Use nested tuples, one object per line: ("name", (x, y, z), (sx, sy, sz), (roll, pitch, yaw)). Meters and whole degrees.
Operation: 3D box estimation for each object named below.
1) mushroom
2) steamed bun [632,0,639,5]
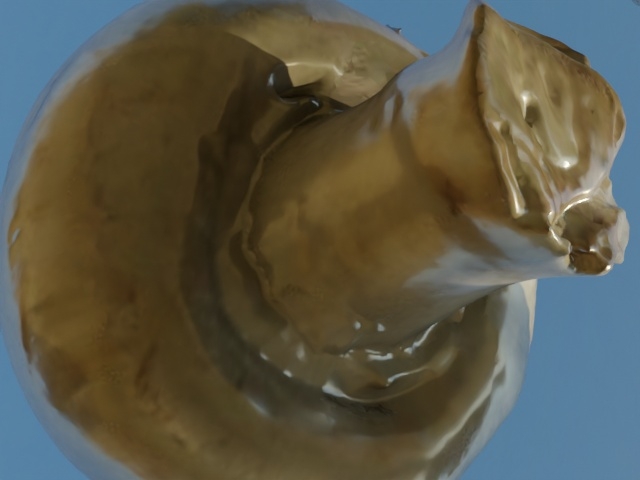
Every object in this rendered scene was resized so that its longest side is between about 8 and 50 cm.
("mushroom", (0.000, 0.000, 0.615), (0.290, 0.297, 0.297), (-29, -98, 52))
("steamed bun", (0.274, -0.172, 0.656), (0.310, 0.324, 0.219), (7, -100, 16))
